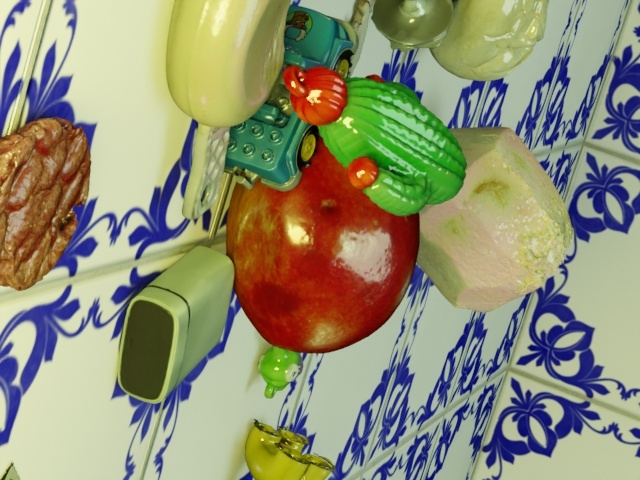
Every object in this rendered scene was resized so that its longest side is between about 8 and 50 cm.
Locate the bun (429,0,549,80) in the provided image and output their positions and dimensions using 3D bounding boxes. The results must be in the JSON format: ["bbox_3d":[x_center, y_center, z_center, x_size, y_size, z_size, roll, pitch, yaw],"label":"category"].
[{"bbox_3d":[0.226,-0.309,2.346,0.229,0.145,0.229,-160,-90,-80],"label":"bun"}]

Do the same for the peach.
[{"bbox_3d":[0.000,0.000,1.901,0.243,0.199,0.244,5,90,-81],"label":"peach"}]

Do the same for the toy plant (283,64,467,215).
[{"bbox_3d":[0.056,-0.093,1.766,0.088,0.155,0.240,-30,167,26],"label":"toy plant"}]

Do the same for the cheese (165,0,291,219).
[{"bbox_3d":[-0.088,-0.149,1.682,0.163,0.082,0.286,-45,153,-54],"label":"cheese"}]

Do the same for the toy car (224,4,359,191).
[{"bbox_3d":[-0.045,-0.146,1.785,0.191,0.097,0.100,-66,157,-11],"label":"toy car"}]

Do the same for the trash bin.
[{"bbox_3d":[-0.141,0.081,1.819,0.130,0.059,0.116,-45,153,-58],"label":"trash bin"}]

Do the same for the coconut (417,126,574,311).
[{"bbox_3d":[0.215,-0.044,2.534,0.233,0.245,0.233,-37,-168,9],"label":"coconut"}]

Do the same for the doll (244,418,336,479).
[{"bbox_3d":[-0.075,0.343,2.275,0.143,0.135,0.221,17,100,-42],"label":"doll"}]

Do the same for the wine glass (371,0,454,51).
[{"bbox_3d":[0.099,-0.312,2.050,0.103,0.103,0.222,-62,162,-25],"label":"wine glass"}]

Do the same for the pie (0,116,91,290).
[{"bbox_3d":[-0.227,-0.031,1.442,0.153,0.038,0.154,-54,155,-40],"label":"pie"}]

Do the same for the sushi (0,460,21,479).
[{"bbox_3d":[-0.307,0.359,1.640,0.279,0.043,0.192,-61,162,-28],"label":"sushi"}]

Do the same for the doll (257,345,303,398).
[{"bbox_3d":[-0.032,0.099,2.214,0.115,0.050,0.190,27,82,-81],"label":"doll"}]

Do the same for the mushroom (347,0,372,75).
[{"bbox_3d":[0.035,-0.224,2.090,0.049,0.019,0.101,41,68,-74],"label":"mushroom"}]
